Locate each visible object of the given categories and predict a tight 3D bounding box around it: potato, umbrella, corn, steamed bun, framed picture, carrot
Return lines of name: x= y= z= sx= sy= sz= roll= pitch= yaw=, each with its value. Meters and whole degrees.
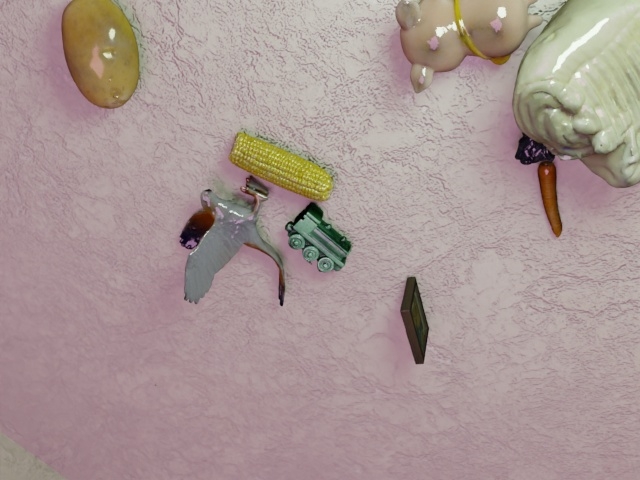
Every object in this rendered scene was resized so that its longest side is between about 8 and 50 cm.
potato: x=-0.454 y=-0.389 z=1.467 sx=0.150 sy=0.146 sz=0.234 roll=-14 pitch=125 yaw=-11
umbrella: x=0.423 y=-0.251 z=1.355 sx=0.080 sy=0.071 sz=0.224 roll=-12 pitch=120 yaw=-9
corn: x=-0.086 y=-0.159 z=1.555 sx=0.248 sy=0.081 sz=0.081 roll=25 pitch=128 yaw=-2
steamed bun: x=0.499 y=-0.277 z=1.206 sx=0.352 sy=0.247 sz=0.339 roll=-45 pitch=113 yaw=6
framed picture: x=0.227 y=0.191 z=1.688 sx=0.023 sy=0.128 sz=0.169 roll=-6 pitch=123 yaw=20
carrot: x=0.483 y=-0.084 z=1.480 sx=0.037 sy=0.037 sz=0.190 roll=-7 pitch=127 yaw=20

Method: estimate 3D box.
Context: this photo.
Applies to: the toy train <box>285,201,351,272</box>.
toy train: x=0.000 y=0.000 z=1.655 sx=0.170 sy=0.071 sz=0.111 roll=39 pitch=119 yaw=-14

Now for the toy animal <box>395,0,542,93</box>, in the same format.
toy animal: x=0.266 y=-0.380 z=1.263 sx=0.247 sy=0.149 sz=0.165 roll=-15 pitch=105 yaw=12

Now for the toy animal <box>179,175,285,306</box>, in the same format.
toy animal: x=-0.171 y=0.005 z=1.675 sx=0.284 sy=0.225 sz=0.302 roll=15 pitch=118 yaw=-19
